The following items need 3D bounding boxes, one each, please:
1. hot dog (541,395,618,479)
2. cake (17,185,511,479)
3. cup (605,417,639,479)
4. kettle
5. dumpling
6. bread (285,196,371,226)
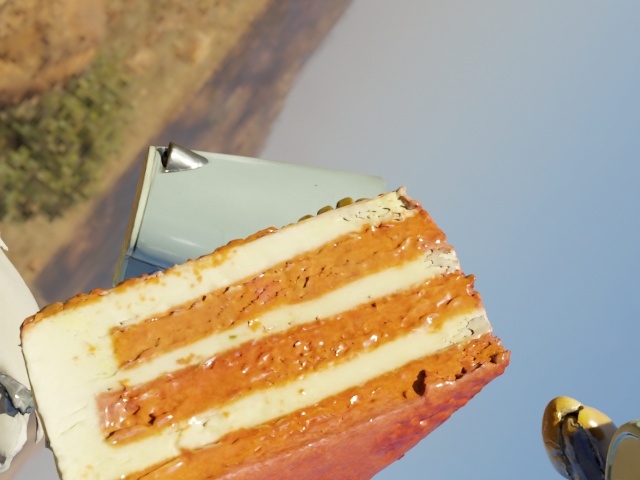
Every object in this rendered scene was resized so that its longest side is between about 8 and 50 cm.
[{"bbox_3d":[0.282,0.228,1.727,0.140,0.090,0.060,71,36,-45],"label":"hot dog"},{"bbox_3d":[-0.051,0.071,0.918,0.262,0.158,0.160,-40,148,22],"label":"cake"},{"bbox_3d":[0.473,0.225,1.352,0.401,0.392,0.310,89,-11,-50],"label":"cup"},{"bbox_3d":[-0.077,0.007,1.623,0.160,0.243,0.210,-87,-168,-50],"label":"kettle"},{"bbox_3d":[-0.389,0.105,1.636,0.204,0.293,0.163,-18,160,1],"label":"dumpling"},{"bbox_3d":[0.000,0.000,1.029,0.088,0.033,0.049,-23,-136,2],"label":"bread"}]
